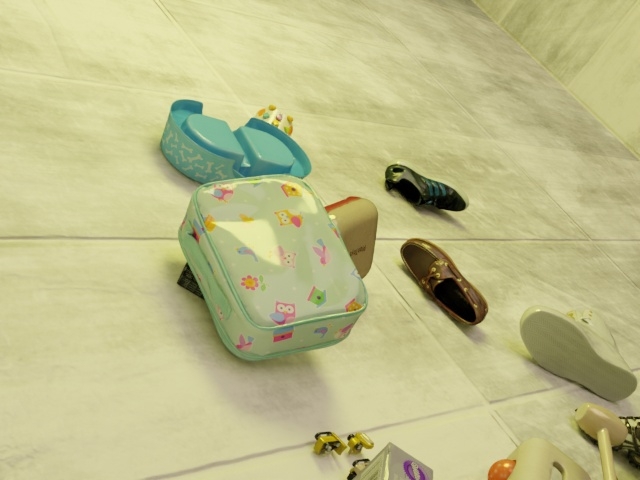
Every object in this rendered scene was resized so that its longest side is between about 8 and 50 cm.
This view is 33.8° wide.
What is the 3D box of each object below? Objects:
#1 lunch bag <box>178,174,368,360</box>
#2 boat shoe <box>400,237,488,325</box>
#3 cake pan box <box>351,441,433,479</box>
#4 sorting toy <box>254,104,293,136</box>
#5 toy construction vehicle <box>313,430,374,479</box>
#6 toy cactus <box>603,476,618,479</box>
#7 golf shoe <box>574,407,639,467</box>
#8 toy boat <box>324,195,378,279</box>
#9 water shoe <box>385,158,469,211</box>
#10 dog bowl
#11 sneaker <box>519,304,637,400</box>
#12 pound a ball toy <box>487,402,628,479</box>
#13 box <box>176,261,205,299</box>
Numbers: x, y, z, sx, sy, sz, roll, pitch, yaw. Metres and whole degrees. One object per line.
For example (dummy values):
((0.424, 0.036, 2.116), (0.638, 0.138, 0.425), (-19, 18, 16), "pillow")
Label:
((-0.079, 0.034, 1.537), (0.224, 0.108, 0.279), (-11, 57, -28), "lunch bag")
((0.226, 0.075, 1.953), (0.207, 0.073, 0.073), (42, 25, 11), "boat shoe")
((0.013, 0.361, 1.044), (0.070, 0.246, 0.267), (35, 25, -11), "cake pan box")
((-0.095, -0.224, 2.103), (0.083, 0.045, 0.075), (32, 46, -9), "sorting toy")
((0.043, 0.296, 1.429), (0.098, 0.035, 0.086), (5, 29, -50), "toy construction vehicle")
((0.443, 0.453, 1.554), (0.219, 0.112, 0.181), (59, 31, -50), "toy cactus")
((0.552, 0.339, 1.895), (0.198, 0.094, 0.077), (30, 28, -10), "golf shoe")
((0.000, 0.000, 1.766), (0.151, 0.151, 0.231), (15, 18, 24), "toy boat")
((0.223, -0.097, 2.257), (0.203, 0.073, 0.080), (26, 50, -12), "water shoe")
((-0.154, -0.156, 1.873), (0.297, 0.074, 0.166), (12, 36, -41), "dog bowl")
((0.482, 0.185, 2.060), (0.292, 0.108, 0.169), (36, 23, -24), "sneaker")
((0.301, 0.354, 1.440), (0.135, 0.208, 0.319), (37, 27, 2), "pound a ball toy")
((-0.167, 0.062, 1.564), (0.083, 0.018, 0.067), (31, 27, -10), "box")
